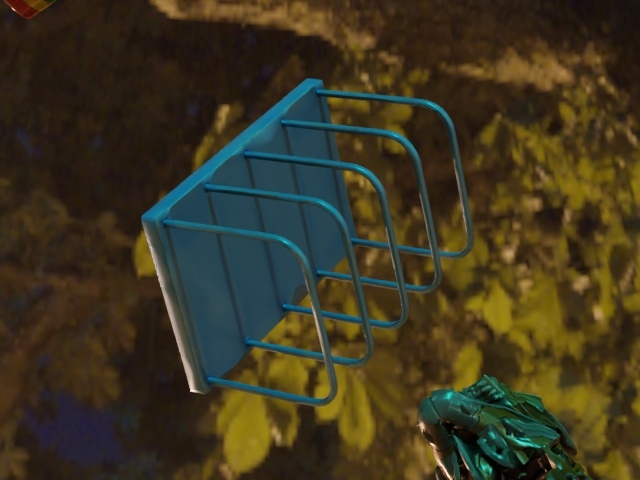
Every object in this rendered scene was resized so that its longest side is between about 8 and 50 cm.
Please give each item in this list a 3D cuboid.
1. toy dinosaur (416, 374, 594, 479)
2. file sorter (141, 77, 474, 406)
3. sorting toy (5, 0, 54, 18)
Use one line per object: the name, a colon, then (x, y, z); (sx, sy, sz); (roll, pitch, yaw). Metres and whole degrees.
toy dinosaur: (0.131, 0.201, 0.760); (0.218, 0.322, 0.164); (9, -63, -56)
file sorter: (0.000, 0.000, 0.979); (0.104, 0.170, 0.118); (8, -55, 34)
sorting toy: (-0.194, -0.210, 1.048); (0.046, 0.274, 0.132); (-34, -77, 13)
